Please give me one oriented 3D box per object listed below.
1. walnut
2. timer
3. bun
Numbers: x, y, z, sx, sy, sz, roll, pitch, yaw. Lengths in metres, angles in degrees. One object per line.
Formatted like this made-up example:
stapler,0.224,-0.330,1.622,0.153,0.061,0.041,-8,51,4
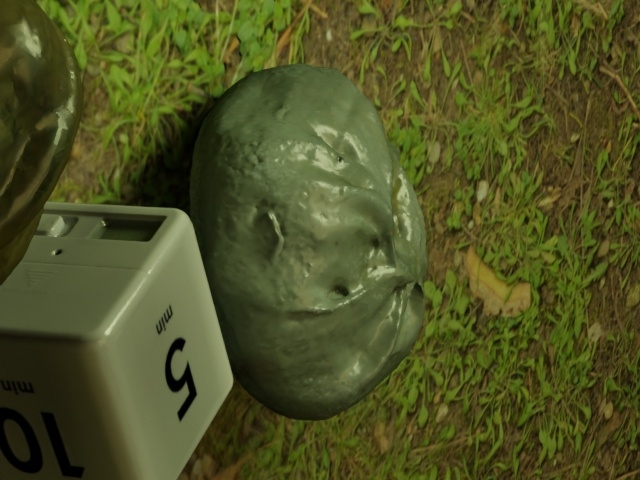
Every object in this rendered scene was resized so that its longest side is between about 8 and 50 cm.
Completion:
walnut,-0.317,-0.086,1.389,0.253,0.282,0.277,19,71,-12
timer,-0.208,0.097,1.597,0.194,0.192,0.195,-58,144,-49
bun,0.002,0.004,1.827,0.354,0.194,0.354,-9,90,-73
